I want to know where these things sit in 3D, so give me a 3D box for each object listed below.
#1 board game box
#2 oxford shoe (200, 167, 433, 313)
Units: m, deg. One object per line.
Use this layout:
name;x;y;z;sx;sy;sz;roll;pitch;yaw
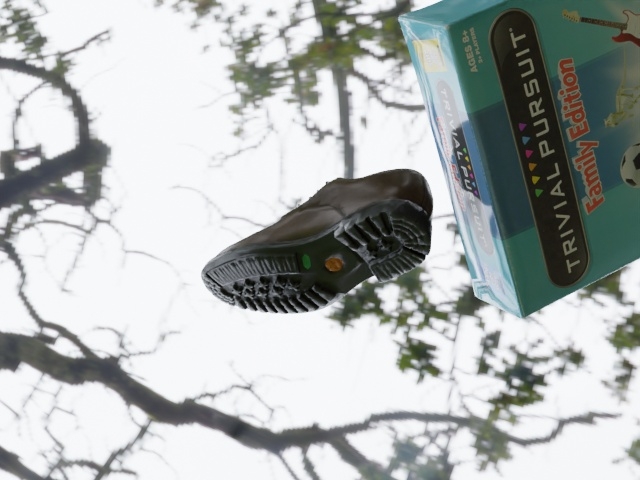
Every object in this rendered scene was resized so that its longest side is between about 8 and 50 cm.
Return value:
board game box;0.255;-0.122;1.137;0.336;0.079;0.254;-25;-67;-18
oxford shoe;0.000;0.000;1.168;0.083;0.227;0.096;53;-147;-33
